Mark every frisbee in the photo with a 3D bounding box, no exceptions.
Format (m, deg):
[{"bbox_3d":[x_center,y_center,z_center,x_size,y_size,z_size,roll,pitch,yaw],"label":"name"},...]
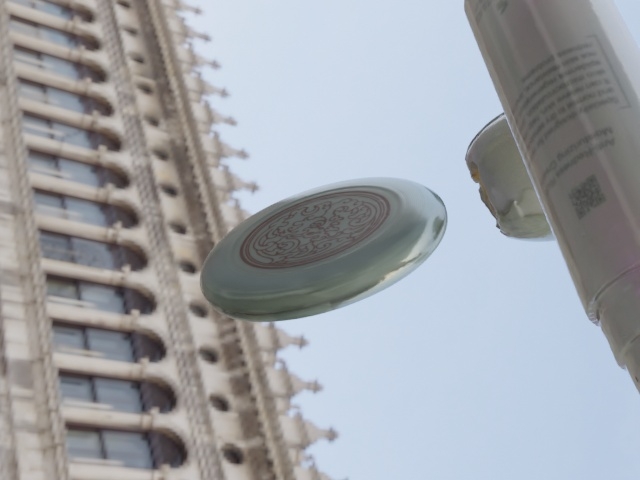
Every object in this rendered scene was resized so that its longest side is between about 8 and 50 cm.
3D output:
[{"bbox_3d":[0.000,0.000,0.466,0.110,0.110,0.014,23,-42,56],"label":"frisbee"}]

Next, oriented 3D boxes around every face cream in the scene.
[{"bbox_3d":[0.186,-0.042,0.694,0.102,0.102,0.345,-44,-132,39],"label":"face cream"}]

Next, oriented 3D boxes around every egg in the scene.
[{"bbox_3d":[0.303,-0.096,1.383,0.217,0.183,0.183,-25,-130,5],"label":"egg"}]
